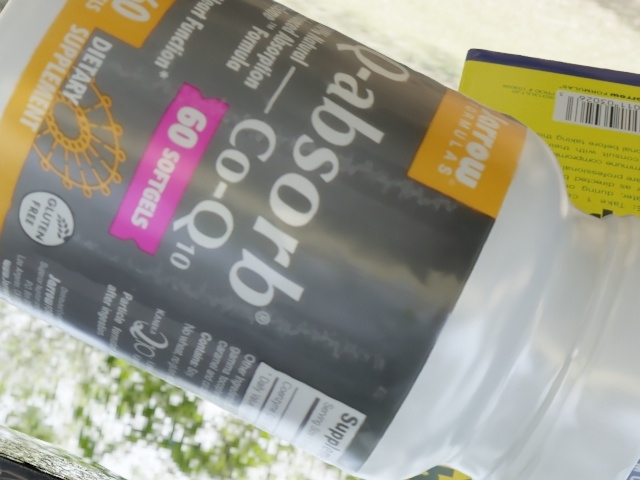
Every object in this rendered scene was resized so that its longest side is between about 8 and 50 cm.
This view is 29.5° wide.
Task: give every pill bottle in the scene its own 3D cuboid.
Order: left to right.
[{"bbox_3d":[0.000,0.000,0.498,0.278,0.162,0.162,26,-175,1],"label":"pill bottle"}]

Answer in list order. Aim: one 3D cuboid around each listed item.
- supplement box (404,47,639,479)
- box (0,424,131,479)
[{"bbox_3d":[0.165,0.043,0.879,0.195,0.194,0.356,10,-140,8],"label":"supplement box"},{"bbox_3d":[-0.120,0.116,0.463,0.147,0.077,0.180,32,166,-37],"label":"box"}]
